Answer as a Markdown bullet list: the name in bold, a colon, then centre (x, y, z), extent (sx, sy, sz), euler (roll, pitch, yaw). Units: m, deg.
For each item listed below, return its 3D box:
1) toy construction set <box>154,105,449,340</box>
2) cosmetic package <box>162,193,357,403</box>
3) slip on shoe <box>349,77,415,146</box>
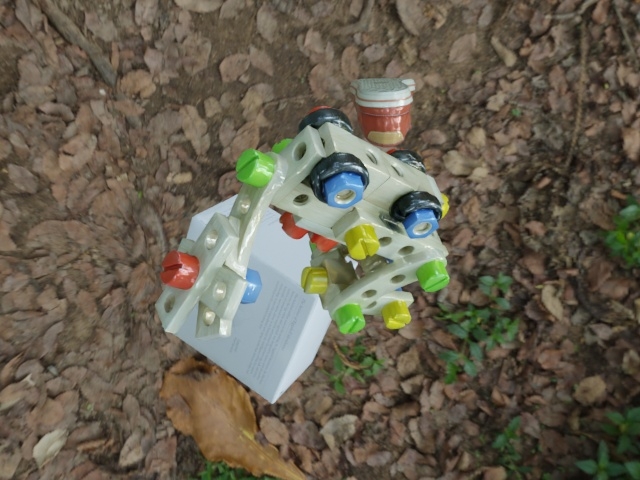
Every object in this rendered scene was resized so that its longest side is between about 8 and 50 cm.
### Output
- **toy construction set**: centre (0.000, 0.000, 0.652), extent (0.328, 0.215, 0.151), euler (5, 52, -50)
- **cosmetic package**: centre (-0.097, 0.085, 1.068), extent (0.225, 0.138, 0.224), euler (33, 123, 16)
- **slip on shoe**: centre (0.112, -0.237, 1.232), extent (0.123, 0.331, 0.101), euler (-1, 109, 4)
